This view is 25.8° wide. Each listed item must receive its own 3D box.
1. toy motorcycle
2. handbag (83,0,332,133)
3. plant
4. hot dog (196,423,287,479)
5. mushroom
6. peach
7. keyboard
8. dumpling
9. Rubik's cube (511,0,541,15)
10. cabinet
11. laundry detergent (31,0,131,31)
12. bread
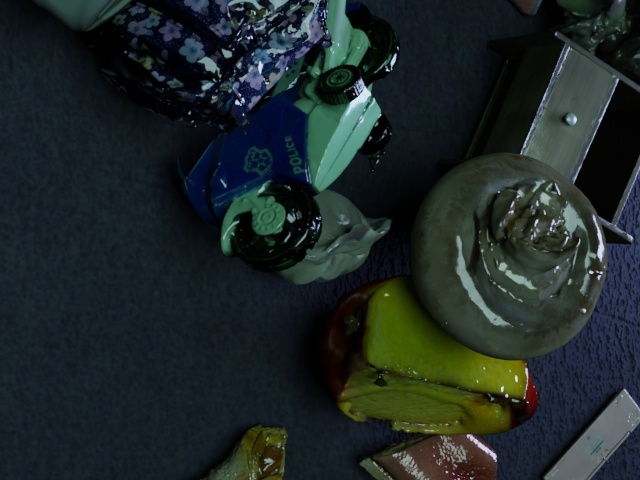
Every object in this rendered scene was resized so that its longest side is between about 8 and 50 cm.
[{"bbox_3d":[-0.037,-0.118,1.498,0.125,0.196,0.331,51,56,-51],"label":"toy motorcycle"},{"bbox_3d":[-0.123,-0.219,1.435,0.208,0.229,0.126,-42,146,-22],"label":"handbag"},{"bbox_3d":[0.371,-0.246,1.715,0.142,0.131,0.203,-52,122,-18],"label":"plant"},{"bbox_3d":[-0.087,0.270,1.547,0.169,0.061,0.078,-45,111,-18],"label":"hot dog"},{"bbox_3d":[0.208,0.014,1.500,0.226,0.178,0.226,8,73,-30],"label":"mushroom"},{"bbox_3d":[0.121,0.132,1.592,0.267,0.159,0.154,13,62,-26],"label":"peach"},{"bbox_3d":[0.349,0.264,1.791,0.166,0.017,0.055,-44,105,-19],"label":"keyboard"},{"bbox_3d":[0.000,0.000,1.544,0.188,0.127,0.108,-6,107,-29],"label":"dumpling"},{"bbox_3d":[0.229,-0.437,1.631,0.228,0.233,0.228,-40,69,18],"label":"Rubik's cube"},{"bbox_3d":[0.289,-0.119,1.671,0.215,0.148,0.174,29,80,-24],"label":"cabinet"},{"bbox_3d":[-0.281,-0.423,1.353,0.264,0.125,0.398,-44,90,5],"label":"laundry detergent"},{"bbox_3d":[0.149,0.280,1.657,0.192,0.067,0.119,45,66,-13],"label":"bread"}]
